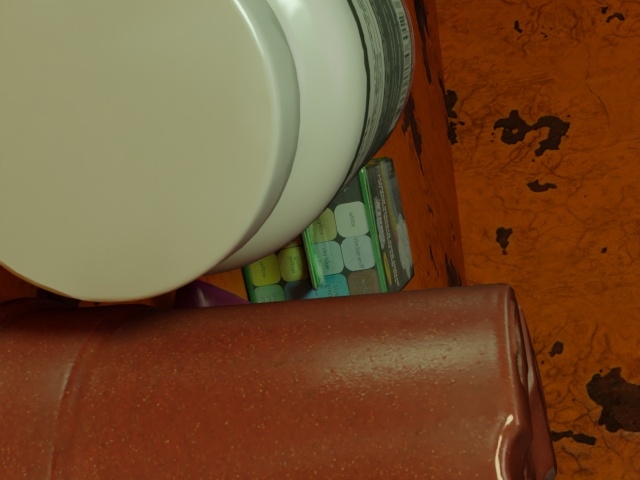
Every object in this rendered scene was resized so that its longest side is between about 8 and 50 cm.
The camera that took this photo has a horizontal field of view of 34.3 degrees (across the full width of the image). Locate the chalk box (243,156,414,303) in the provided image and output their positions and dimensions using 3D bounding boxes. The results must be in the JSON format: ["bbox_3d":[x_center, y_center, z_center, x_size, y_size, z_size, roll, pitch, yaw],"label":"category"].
[{"bbox_3d":[0.000,0.000,0.971,0.213,0.132,0.133,-26,107,-75],"label":"chalk box"}]

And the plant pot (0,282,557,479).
[{"bbox_3d":[-0.015,0.141,0.527,0.272,0.265,0.273,-11,90,-76],"label":"plant pot"}]

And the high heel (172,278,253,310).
[{"bbox_3d":[-0.013,0.057,0.816,0.244,0.082,0.117,-16,107,-37],"label":"high heel"}]

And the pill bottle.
[{"bbox_3d":[-0.065,-0.099,0.619,0.363,0.210,0.210,-49,127,-72],"label":"pill bottle"}]
